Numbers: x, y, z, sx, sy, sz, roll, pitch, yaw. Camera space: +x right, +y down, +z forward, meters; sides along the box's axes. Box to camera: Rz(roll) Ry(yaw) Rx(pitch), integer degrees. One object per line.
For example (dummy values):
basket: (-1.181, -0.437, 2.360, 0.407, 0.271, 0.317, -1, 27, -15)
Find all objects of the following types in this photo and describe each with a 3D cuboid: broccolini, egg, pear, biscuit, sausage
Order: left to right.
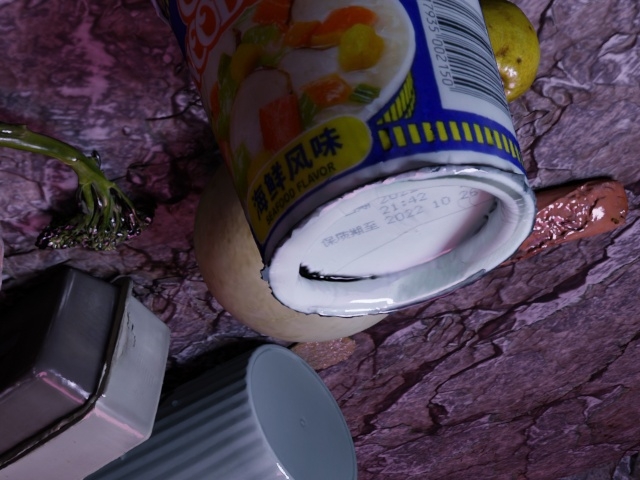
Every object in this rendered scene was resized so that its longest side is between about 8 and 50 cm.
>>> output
broccolini: (-0.273, -0.050, 0.960, 0.123, 0.062, 0.271, -35, 153, 4)
biscuit: (-0.002, 0.177, 1.510, 0.120, 0.015, 0.120, -11, 150, -6)
egg: (0.000, 0.000, 1.019, 0.218, 0.218, 0.295, -33, 156, 27)
pear: (0.149, -0.171, 0.888, 0.107, 0.131, 0.107, -6, 134, -7)
sausage: (0.245, -0.008, 1.255, 0.327, 0.079, 0.087, -18, 135, 3)

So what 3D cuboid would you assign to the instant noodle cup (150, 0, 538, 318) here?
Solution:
instant noodle cup: (0.023, -0.120, 0.731, 0.284, 0.312, 0.284, -12, 150, -7)

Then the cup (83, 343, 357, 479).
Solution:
cup: (-0.171, 0.336, 1.483, 0.392, 0.401, 0.310, -32, 113, 21)

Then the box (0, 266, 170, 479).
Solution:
box: (-0.328, 0.177, 1.159, 0.291, 0.220, 0.166, -32, 124, 27)

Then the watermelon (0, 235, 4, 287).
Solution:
watermelon: (-0.396, 0.053, 0.964, 0.201, 0.262, 0.212, -37, 152, -20)
